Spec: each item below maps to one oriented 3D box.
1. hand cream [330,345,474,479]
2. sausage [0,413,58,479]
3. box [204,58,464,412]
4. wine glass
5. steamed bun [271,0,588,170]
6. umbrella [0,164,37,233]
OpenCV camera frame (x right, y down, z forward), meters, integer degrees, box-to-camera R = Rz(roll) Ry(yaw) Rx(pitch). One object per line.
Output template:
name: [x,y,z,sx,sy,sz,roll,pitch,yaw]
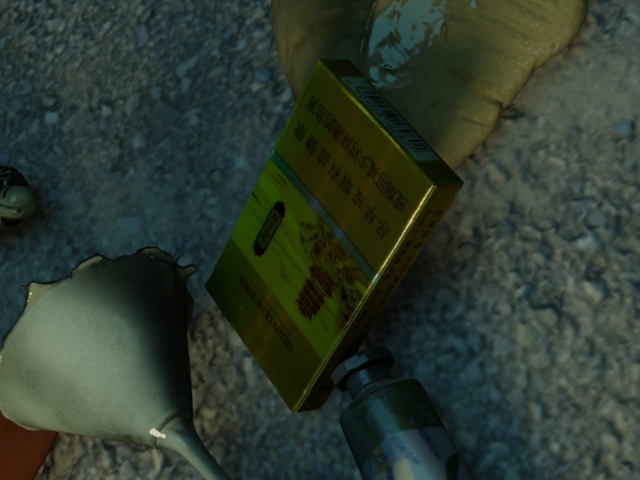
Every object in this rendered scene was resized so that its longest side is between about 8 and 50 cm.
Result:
hand cream: [0.080,0.177,0.626,0.088,0.055,0.256,-34,66,16]
sausage: [-0.275,0.198,0.755,0.114,0.113,0.259,21,80,31]
box: [0.000,0.000,0.687,0.121,0.030,0.193,52,129,31]
wine glass: [-0.078,0.127,0.661,0.156,0.156,0.232,-50,57,1]
steamed bun: [0.063,-0.157,0.727,0.212,0.110,0.231,-28,63,14]
umbrella: [-0.283,-0.031,0.875,0.144,0.062,0.067,2,52,32]
